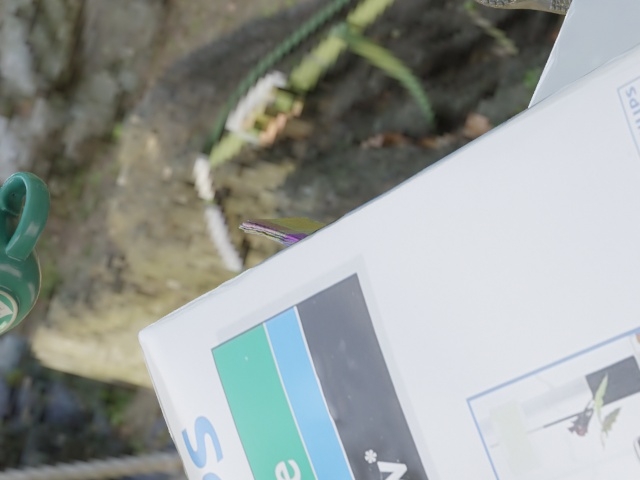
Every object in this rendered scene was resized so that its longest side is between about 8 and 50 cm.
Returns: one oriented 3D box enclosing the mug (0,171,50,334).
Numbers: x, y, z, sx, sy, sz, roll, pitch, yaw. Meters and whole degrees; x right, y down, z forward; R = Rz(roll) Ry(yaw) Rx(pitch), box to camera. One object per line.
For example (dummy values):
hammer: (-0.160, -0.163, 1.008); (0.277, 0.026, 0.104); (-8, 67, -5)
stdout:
mug: (-0.299, 0.019, 1.599); (0.157, 0.130, 0.097); (112, 146, -45)

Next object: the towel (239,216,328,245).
towel: (0.000, 0.000, 1.108); (0.083, 0.060, 0.009); (19, 103, 38)

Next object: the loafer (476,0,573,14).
loafer: (0.177, -0.222, 1.591); (0.148, 0.050, 0.056); (23, 121, 32)

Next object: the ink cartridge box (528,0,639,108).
ink cartridge box: (0.276, -0.029, 1.352); (0.121, 0.289, 0.211); (5, 68, 53)

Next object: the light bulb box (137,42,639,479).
light bulb box: (0.180, 0.057, 0.827); (0.361, 0.358, 0.225); (-29, 77, 46)
